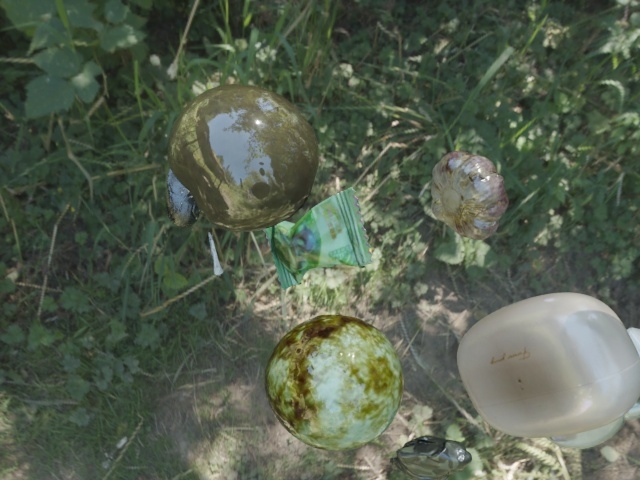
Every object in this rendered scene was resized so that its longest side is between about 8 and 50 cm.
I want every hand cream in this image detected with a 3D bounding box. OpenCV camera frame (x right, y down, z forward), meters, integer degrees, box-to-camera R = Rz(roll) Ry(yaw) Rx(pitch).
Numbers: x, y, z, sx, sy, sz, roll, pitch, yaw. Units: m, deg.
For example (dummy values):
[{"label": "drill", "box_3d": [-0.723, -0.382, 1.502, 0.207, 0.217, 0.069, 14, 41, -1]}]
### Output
[{"label": "hand cream", "box_3d": [-0.207, 0.028, 1.169, 0.019, 0.093, 0.030, -11, 28, -10]}]

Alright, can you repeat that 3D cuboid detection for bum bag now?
[{"label": "bum bag", "box_3d": [0.228, 0.479, 1.282, 0.143, 0.340, 0.095, 0, 67, 3]}]

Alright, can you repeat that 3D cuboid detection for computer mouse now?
[{"label": "computer mouse", "box_3d": [-0.432, -0.152, 1.894, 0.121, 0.073, 0.217, 5, 73, -5]}]

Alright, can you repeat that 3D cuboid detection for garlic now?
[{"label": "garlic", "box_3d": [0.402, -0.124, 1.579, 0.160, 0.245, 0.245, -20, 65, -28]}]

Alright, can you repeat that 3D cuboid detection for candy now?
[{"label": "candy", "box_3d": [-0.004, 0.001, 1.995, 0.172, 0.397, 0.263, -31, 99, -47]}]

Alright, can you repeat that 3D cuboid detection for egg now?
[{"label": "egg", "box_3d": [0.015, 0.252, 1.077, 0.238, 0.289, 0.238, 2, 86, -37]}]

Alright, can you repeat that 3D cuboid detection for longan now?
[{"label": "longan", "box_3d": [-0.197, -0.216, 1.540, 0.404, 0.336, 0.405, -1, 84, 8]}]

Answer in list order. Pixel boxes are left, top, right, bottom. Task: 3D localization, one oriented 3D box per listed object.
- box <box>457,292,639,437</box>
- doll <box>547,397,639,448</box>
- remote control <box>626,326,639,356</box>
[{"label": "box", "box_3d": [0.238, 0.136, 0.638, 0.088, 0.200, 0.146, -14, 77, -37]}, {"label": "doll", "box_3d": [0.555, 0.302, 1.345, 0.225, 0.370, 0.215, -20, 109, 2]}, {"label": "remote control", "box_3d": [0.576, 0.199, 0.958, 0.250, 0.034, 0.103, 13, 40, -36]}]
